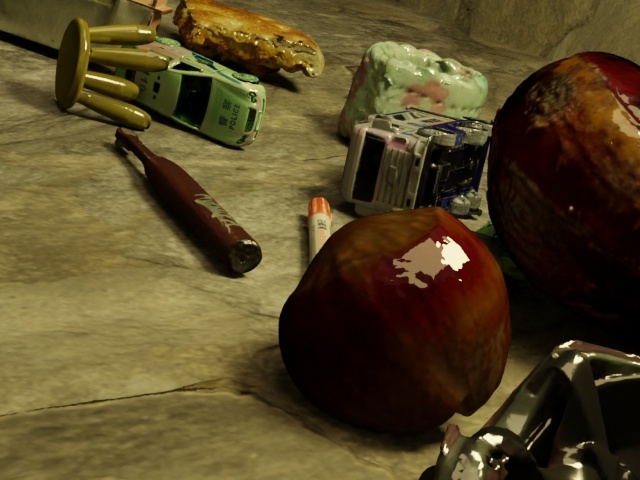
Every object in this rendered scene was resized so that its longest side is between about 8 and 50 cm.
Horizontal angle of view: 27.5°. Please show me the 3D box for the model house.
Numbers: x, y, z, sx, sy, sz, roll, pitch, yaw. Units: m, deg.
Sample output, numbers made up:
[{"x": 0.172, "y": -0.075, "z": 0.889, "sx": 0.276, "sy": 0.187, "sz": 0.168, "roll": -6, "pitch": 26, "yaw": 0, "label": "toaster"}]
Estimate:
[{"x": -0.349, "y": -0.361, "z": 1.893, "sx": 0.326, "sy": 0.169, "sz": 0.244, "roll": 19, "pitch": 15, "yaw": 7, "label": "model house"}]

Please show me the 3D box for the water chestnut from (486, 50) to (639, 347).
[{"x": 0.337, "y": -0.061, "z": 1.346, "sx": 0.350, "sy": 0.302, "sz": 0.350, "roll": 39, "pitch": 18, "yaw": -16, "label": "water chestnut"}]

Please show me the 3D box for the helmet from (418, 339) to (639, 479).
[{"x": 0.179, "y": 0.194, "z": 0.647, "sx": 0.271, "sy": 0.197, "sz": 0.338, "roll": 14, "pitch": 23, "yaw": 17, "label": "helmet"}]

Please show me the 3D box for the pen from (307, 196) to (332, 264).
[{"x": 0.000, "y": 0.000, "z": 1.353, "sx": 0.028, "sy": 0.028, "sz": 0.239, "roll": 16, "pitch": 18, "yaw": -6, "label": "pen"}]

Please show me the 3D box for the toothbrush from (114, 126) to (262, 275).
[{"x": -0.149, "y": -0.054, "z": 1.352, "sx": 0.041, "sy": 0.040, "sz": 0.364, "roll": 7, "pitch": 20, "yaw": -32, "label": "toothbrush"}]

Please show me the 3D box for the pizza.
[{"x": -0.146, "y": -0.327, "z": 2.125, "sx": 0.336, "sy": 0.086, "sz": 0.226, "roll": 27, "pitch": 24, "yaw": 32, "label": "pizza"}]

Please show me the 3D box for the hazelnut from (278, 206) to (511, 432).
[{"x": 0.060, "y": 0.064, "z": 1.042, "sx": 0.170, "sy": 0.160, "sz": 0.202, "roll": 17, "pitch": 50, "yaw": 43, "label": "hazelnut"}]

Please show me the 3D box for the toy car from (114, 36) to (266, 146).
[{"x": -0.172, "y": -0.192, "z": 1.670, "sx": 0.224, "sy": 0.090, "sz": 0.076, "roll": 27, "pitch": 23, "yaw": 28, "label": "toy car"}]

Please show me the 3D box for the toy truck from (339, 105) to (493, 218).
[{"x": 0.112, "y": -0.097, "z": 1.611, "sx": 0.155, "sy": 0.124, "sz": 0.268, "roll": 17, "pitch": 14, "yaw": 21, "label": "toy truck"}]

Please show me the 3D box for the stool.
[{"x": -0.256, "y": -0.207, "z": 1.589, "sx": 0.111, "sy": 0.135, "sz": 0.134, "roll": 10, "pitch": -17, "yaw": -26, "label": "stool"}]

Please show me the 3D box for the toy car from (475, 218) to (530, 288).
[{"x": 0.216, "y": 0.003, "z": 1.509, "sx": 0.093, "sy": 0.058, "sz": 0.186, "roll": 21, "pitch": 18, "yaw": 14, "label": "toy car"}]

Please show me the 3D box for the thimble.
[{"x": 0.129, "y": -0.197, "z": 1.888, "sx": 0.185, "sy": 0.149, "sz": 0.211, "roll": 31, "pitch": 21, "yaw": 32, "label": "thimble"}]

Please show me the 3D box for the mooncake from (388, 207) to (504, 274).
[{"x": 0.115, "y": 0.025, "z": 1.309, "sx": 0.125, "sy": 0.073, "sz": 0.130, "roll": 18, "pitch": 16, "yaw": -5, "label": "mooncake"}]
